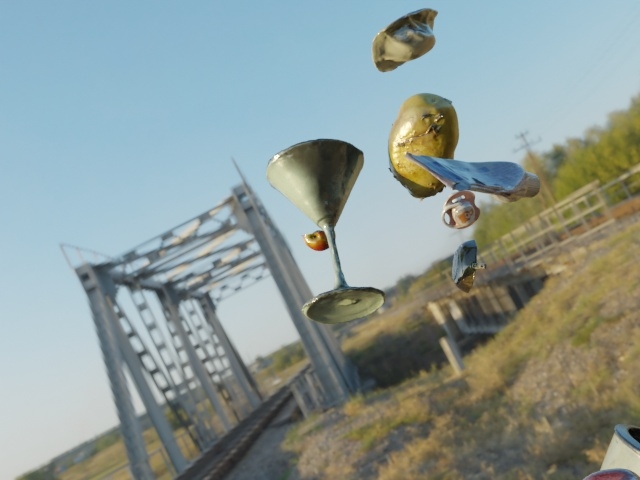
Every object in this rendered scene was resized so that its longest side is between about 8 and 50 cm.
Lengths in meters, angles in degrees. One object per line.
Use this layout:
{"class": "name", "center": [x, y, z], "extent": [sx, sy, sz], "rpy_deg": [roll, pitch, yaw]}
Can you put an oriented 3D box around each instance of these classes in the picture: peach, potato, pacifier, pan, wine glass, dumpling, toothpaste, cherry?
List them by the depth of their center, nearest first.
{"class": "toothpaste", "center": [0.256, -0.095, 1.330], "extent": [0.099, 0.069, 0.282], "rpy_deg": [0, 0, 45]}
{"class": "cherry", "center": [0.508, 0.455, 1.553], "extent": [0.115, 0.188, 0.148], "rpy_deg": [-36, -26, -26]}
{"class": "pacifier", "center": [0.281, -0.069, 1.754], "extent": [0.081, 0.078, 0.099], "rpy_deg": [-24, -49, 4]}
{"class": "dumpling", "center": [0.192, -0.453, 1.903], "extent": [0.176, 0.093, 0.150], "rpy_deg": [-21, -15, 7]}
{"class": "pan", "center": [0.362, 0.048, 2.106], "extent": [0.048, 0.128, 0.202], "rpy_deg": [6, -26, -1]}
{"class": "wine glass", "center": [0.025, -0.017, 2.114], "extent": [0.267, 0.406, 0.267], "rpy_deg": [-11, -26, -5]}
{"class": "potato", "center": [0.254, -0.228, 2.140], "extent": [0.172, 0.140, 0.300], "rpy_deg": [5, -46, 2]}
{"class": "peach", "center": [-0.001, 0.000, 2.403], "extent": [0.098, 0.062, 0.098], "rpy_deg": [-10, -5, -1]}

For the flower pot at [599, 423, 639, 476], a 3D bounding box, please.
{"class": "flower pot", "center": [0.778, 0.648, 2.035], "extent": [0.330, 0.293, 0.293], "rpy_deg": [-67, -14, 8]}
